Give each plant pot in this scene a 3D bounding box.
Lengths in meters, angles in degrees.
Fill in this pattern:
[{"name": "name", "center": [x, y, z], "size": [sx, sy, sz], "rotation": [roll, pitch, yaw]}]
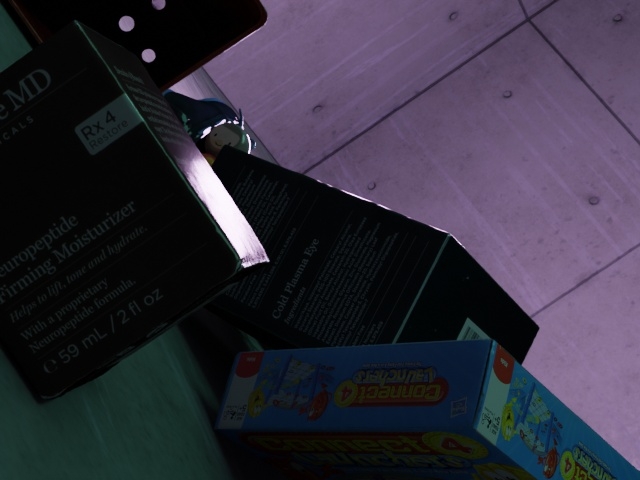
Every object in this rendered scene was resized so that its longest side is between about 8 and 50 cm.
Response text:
[{"name": "plant pot", "center": [-0.262, -0.318, 1.757], "size": [0.267, 0.267, 0.236], "rotation": [56, -8, -4]}]

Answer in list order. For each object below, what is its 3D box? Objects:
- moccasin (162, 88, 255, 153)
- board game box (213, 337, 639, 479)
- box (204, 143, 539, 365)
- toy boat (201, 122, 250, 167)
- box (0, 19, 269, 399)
[{"name": "moccasin", "center": [-0.197, -0.157, 2.116], "size": [0.117, 0.138, 0.342], "rotation": [43, 14, 12]}, {"name": "board game box", "center": [0.108, 0.208, 1.268], "size": [0.302, 0.308, 0.086], "rotation": [40, 56, -39]}, {"name": "box", "center": [0.040, 0.072, 1.501], "size": [0.312, 0.179, 0.343], "rotation": [22, -9, 31]}, {"name": "toy boat", "center": [-0.073, -0.025, 1.916], "size": [0.318, 0.148, 0.267], "rotation": [45, -21, -15]}, {"name": "box", "center": [-0.166, -0.020, 0.933], "size": [0.203, 0.168, 0.167], "rotation": [56, 5, 2]}]
